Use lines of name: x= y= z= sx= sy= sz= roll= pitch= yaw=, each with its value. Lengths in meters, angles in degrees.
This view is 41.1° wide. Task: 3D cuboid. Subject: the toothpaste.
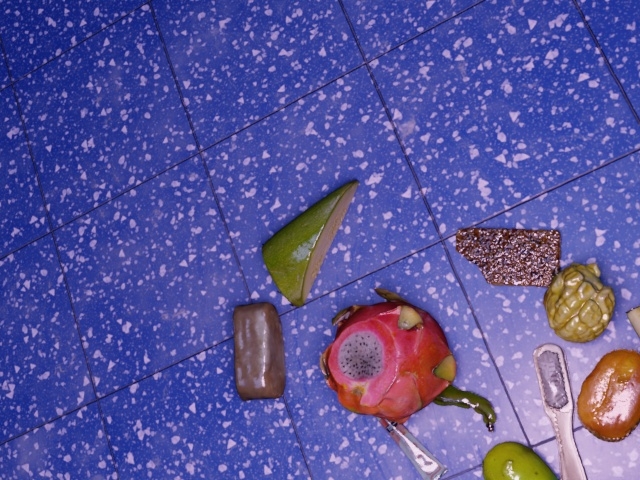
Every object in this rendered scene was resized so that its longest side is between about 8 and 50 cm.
toothpaste: x=0.196 y=0.454 z=1.911 sx=0.056 sy=0.036 sz=0.205 roll=-44 pitch=71 yaw=4

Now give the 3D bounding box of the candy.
candy: x=-0.149 y=0.265 z=2.047 sx=0.104 sy=0.102 sz=0.234 roll=-8 pitch=74 yaw=20

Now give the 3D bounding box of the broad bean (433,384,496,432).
broad bean: x=0.304 y=0.352 z=1.882 sx=0.195 sy=0.046 sz=0.061 roll=25 pitch=87 yaw=22

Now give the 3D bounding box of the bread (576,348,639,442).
bread: x=0.604 y=0.315 z=1.739 sx=0.132 sy=0.114 sz=0.190 roll=28 pitch=85 yaw=26

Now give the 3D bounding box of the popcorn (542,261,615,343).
popcorn: x=0.537 y=0.126 z=1.777 sx=0.142 sy=0.173 sz=0.173 roll=7 pitch=82 yaw=16

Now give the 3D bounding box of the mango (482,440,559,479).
mango: x=0.421 y=0.495 z=1.776 sx=0.178 sy=0.100 sz=0.119 roll=30 pitch=91 yaw=23

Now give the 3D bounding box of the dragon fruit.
dragon fruit: x=0.131 y=0.254 z=1.871 sx=0.290 sy=0.189 sz=0.290 roll=-13 pitch=64 yaw=27

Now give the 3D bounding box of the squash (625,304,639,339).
squash: x=0.750 y=0.210 z=1.700 sx=0.252 sy=0.093 sz=0.169 roll=64 pitch=149 yaw=20

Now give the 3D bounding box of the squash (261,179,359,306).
squash: x=0.000 y=0.000 z=2.040 sx=0.289 sy=0.111 sz=0.203 roll=-32 pitch=71 yaw=11

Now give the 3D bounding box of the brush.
brush: x=0.505 y=0.378 z=1.790 sx=0.070 sy=0.065 sz=0.327 roll=-13 pitch=76 yaw=18

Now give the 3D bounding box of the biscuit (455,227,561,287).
biscuit: x=0.416 y=0.037 z=1.911 sx=0.237 sy=0.026 sz=0.131 roll=2 pitch=78 yaw=21
